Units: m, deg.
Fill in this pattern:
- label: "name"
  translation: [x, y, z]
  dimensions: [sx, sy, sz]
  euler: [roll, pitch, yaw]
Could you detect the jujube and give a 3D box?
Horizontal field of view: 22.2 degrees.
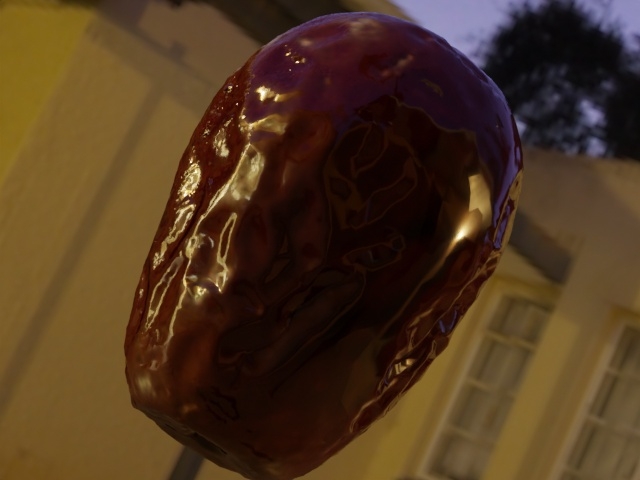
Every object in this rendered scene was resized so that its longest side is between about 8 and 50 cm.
- label: "jujube"
  translation: [0.000, 0.000, 1.086]
  dimensions: [0.223, 0.318, 0.223]
  euler: [28, -16, 9]
